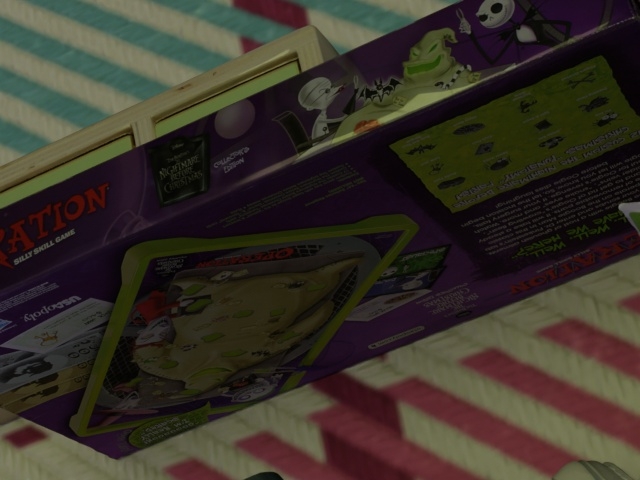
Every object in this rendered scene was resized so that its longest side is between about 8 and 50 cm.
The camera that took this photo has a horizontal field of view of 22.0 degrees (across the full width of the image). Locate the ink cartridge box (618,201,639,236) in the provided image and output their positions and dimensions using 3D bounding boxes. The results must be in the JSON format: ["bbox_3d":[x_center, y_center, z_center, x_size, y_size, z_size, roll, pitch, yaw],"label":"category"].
[{"bbox_3d":[0.232,-0.006,0.597,0.189,0.255,0.097,-4,65,25],"label":"ink cartridge box"}]

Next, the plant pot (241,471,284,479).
[{"bbox_3d":[-0.051,0.259,0.624,0.195,0.290,0.290,43,90,13],"label":"plant pot"}]

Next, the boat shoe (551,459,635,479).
[{"bbox_3d":[0.175,0.145,0.673,0.063,0.066,0.184,-42,54,-9],"label":"boat shoe"}]

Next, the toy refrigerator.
[{"bbox_3d":[-0.097,-0.003,0.861,0.270,0.094,0.102,-22,58,15],"label":"toy refrigerator"}]

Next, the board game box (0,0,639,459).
[{"bbox_3d":[0.000,0.000,0.742,0.347,0.208,0.056,-23,58,15],"label":"board game box"}]
